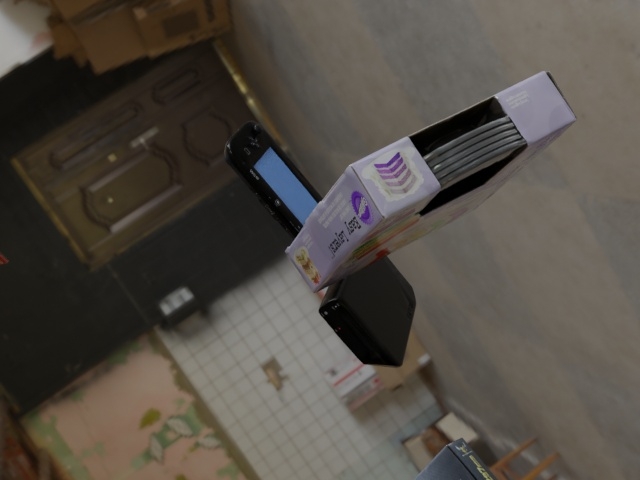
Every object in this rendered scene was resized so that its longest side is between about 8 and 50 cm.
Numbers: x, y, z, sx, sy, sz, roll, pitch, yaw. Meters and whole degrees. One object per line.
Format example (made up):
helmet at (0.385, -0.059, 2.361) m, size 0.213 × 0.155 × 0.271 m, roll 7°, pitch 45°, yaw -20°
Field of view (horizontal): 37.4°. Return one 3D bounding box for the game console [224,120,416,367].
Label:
game console at (0.000, 0.000, 1.253) m, size 0.361 × 0.044 × 0.213 m, roll 49°, pitch -155°, yaw -12°

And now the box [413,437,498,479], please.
box at (0.252, 0.521, 1.813) m, size 0.059 × 0.232 × 0.183 m, roll -8°, pitch -129°, yaw -50°

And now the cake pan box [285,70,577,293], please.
cake pan box at (0.108, -0.056, 0.985) m, size 0.070 × 0.246 × 0.267 m, roll 58°, pitch 156°, yaw 8°

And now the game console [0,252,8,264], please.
game console at (-0.522, -0.010, 1.328) m, size 0.124 × 0.085 × 0.144 m, roll 52°, pitch 168°, yaw 10°
